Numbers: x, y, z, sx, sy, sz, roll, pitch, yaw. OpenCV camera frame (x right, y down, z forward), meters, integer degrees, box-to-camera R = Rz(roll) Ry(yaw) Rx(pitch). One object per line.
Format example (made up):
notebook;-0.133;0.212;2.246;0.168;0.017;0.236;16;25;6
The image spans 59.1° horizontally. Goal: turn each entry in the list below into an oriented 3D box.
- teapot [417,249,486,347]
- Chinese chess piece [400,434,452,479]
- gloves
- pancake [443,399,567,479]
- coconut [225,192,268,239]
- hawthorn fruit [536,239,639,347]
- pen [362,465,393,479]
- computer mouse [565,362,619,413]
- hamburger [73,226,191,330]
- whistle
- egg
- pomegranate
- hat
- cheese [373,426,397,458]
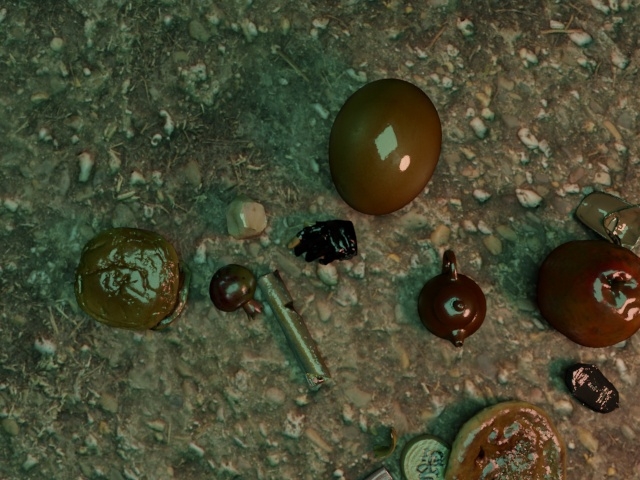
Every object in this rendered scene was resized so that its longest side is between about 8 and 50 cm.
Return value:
teapot;0.345;0.149;1.462;0.178;0.135;0.252;-2;84;-4
Chinese chess piece;0.276;0.572;1.445;0.144;0.058;0.144;0;82;0
gloves;0.000;0.001;1.497;0.180;0.106;0.129;-9;85;-4
pancake;0.473;0.585;1.427;0.356;0.065;0.356;0;88;-8
coconut;-0.198;-0.067;1.506;0.110;0.110;0.125;-11;87;-1
hawthorn fruit;0.683;0.126;1.379;0.276;0.298;0.277;0;79;3
pen;0.098;0.660;1.451;0.197;0.032;0.053;-36;85;-6
computer mouse;0.701;0.383;1.469;0.172;0.057;0.099;39;83;-7
hamburger;-0.492;0.100;1.475;0.284;0.134;0.266;8;81;4
whistle;-0.071;0.231;1.493;0.068;0.057;0.327;-27;84;0
egg;0.160;-0.237;1.437;0.282;0.282;0.351;20;89;3
pomegranate;-0.225;0.141;1.482;0.129;0.129;0.159;-16;114;-1
hat;0.782;-0.055;1.523;0.175;0.085;0.147;39;89;28
cheese;0.171;0.529;1.455;0.041;0.060;0.084;41;92;4
